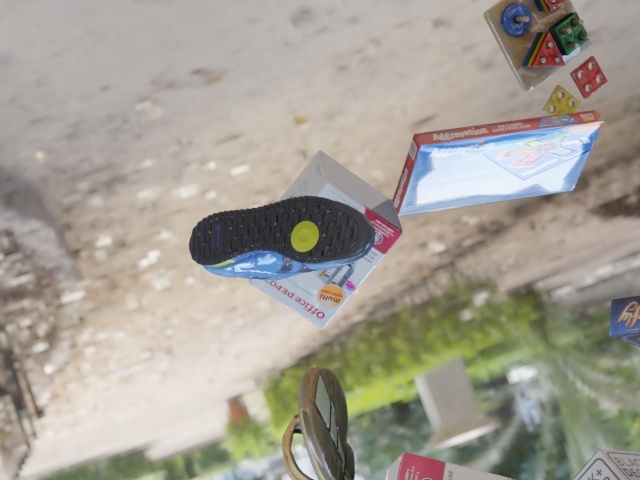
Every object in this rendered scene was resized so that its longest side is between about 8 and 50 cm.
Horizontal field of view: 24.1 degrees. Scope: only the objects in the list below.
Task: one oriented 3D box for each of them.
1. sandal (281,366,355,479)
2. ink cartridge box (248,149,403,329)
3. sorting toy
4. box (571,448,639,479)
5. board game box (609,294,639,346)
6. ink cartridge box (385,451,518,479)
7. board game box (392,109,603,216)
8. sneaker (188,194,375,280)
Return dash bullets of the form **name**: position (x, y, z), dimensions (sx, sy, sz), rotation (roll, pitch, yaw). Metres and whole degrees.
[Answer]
- **sandal**: position (-0.004, 0.164, 1.155), dimensions (0.049, 0.072, 0.180), rotation (2, 145, 10)
- **ink cartridge box**: position (0.000, 0.000, 1.977), dimensions (0.176, 0.128, 0.127), rotation (-51, -161, 16)
- **sorting toy**: position (0.324, -0.295, 2.143), dimensions (0.132, 0.274, 0.046), rotation (-36, -161, -17)
- **box**: position (0.377, 0.338, 1.473), dimensions (0.169, 0.290, 0.087), rotation (13, 120, -45)
- **board game box**: position (0.440, 0.100, 1.545), dimensions (0.243, 0.042, 0.165), rotation (19, 160, -36)
- **ink cartridge box**: position (0.189, 0.374, 1.819), dimensions (0.237, 0.172, 0.100), rotation (14, 157, -5)
- **board game box**: position (0.243, -0.106, 2.064), dimensions (0.281, 0.027, 0.145), rotation (-8, 143, -21)
- **sneaker**: position (-0.027, 0.003, 1.478), dimensions (0.209, 0.069, 0.082), rotation (-5, 160, 33)
